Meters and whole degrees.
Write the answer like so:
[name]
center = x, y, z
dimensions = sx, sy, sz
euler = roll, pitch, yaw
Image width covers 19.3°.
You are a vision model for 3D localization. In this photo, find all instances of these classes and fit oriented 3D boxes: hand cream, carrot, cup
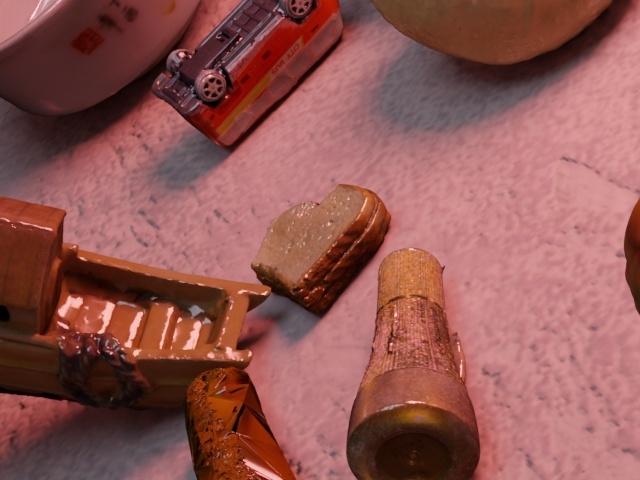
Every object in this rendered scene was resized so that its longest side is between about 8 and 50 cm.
[hand cream]
center = 0.059, 0.078, 1.239
dimensions = 0.084, 0.084, 0.203
euler = -28, 30, 19
[carrot]
center = -0.049, 0.164, 1.253
dimensions = 0.069, 0.069, 0.229
euler = -36, 34, 8
[cup]
center = -0.225, -0.249, 1.763
dimensions = 0.347, 0.163, 0.347
euler = -26, 42, 26

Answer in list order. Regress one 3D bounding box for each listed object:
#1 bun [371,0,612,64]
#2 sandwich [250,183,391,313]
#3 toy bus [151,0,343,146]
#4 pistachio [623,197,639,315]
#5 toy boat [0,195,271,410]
[bun]
center = 0.125, -0.236, 1.400
dimensions = 0.222, 0.127, 0.222
euler = -5, 78, 21
[sandwich]
center = 0.000, 0.000, 1.403
dimensions = 0.105, 0.036, 0.093
euler = -46, 34, -8
[toy bus]
center = -0.054, -0.160, 1.587
dimensions = 0.174, 0.077, 0.079
euler = -45, 35, -5
[pistachio]
center = 0.298, 0.018, 1.005
dimensions = 0.260, 0.163, 0.213
euler = -26, 57, 0
[toy boat]
center = -0.261, 0.021, 1.381
dimensions = 0.445, 0.162, 0.136
euler = 14, 49, -1
